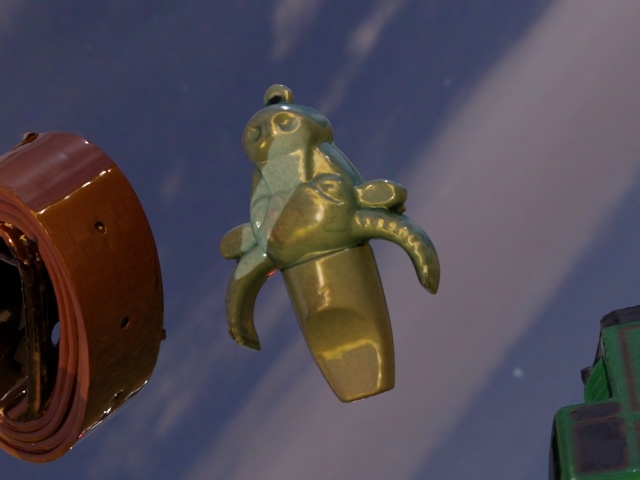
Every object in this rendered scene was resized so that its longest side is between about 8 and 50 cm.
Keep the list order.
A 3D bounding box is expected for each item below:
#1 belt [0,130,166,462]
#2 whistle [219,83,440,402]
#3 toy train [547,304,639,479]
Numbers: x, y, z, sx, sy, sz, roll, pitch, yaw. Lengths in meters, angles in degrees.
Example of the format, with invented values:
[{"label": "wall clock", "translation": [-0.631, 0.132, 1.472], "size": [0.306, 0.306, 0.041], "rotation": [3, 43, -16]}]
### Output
[{"label": "belt", "translation": [-0.211, 0.043, 1.453], "size": [0.105, 0.184, 0.261], "rotation": [-35, -39, -39]}, {"label": "whistle", "translation": [0.000, 0.000, 1.599], "size": [0.186, 0.274, 0.093], "rotation": [-19, -6, 18]}, {"label": "toy train", "translation": [0.146, 0.070, 0.687], "size": [0.228, 0.136, 0.091], "rotation": [-88, -14, -67]}]
